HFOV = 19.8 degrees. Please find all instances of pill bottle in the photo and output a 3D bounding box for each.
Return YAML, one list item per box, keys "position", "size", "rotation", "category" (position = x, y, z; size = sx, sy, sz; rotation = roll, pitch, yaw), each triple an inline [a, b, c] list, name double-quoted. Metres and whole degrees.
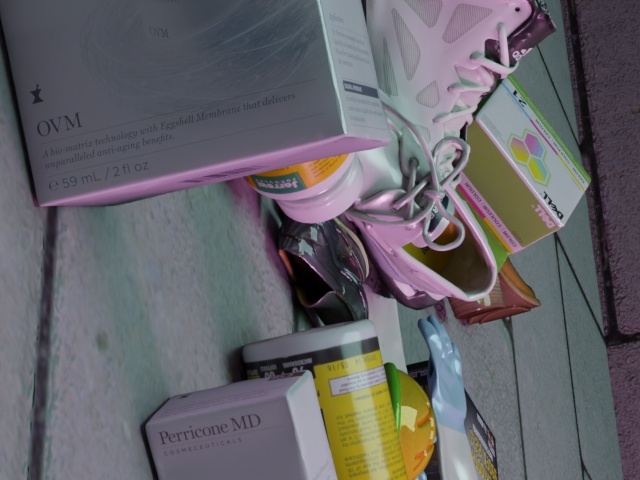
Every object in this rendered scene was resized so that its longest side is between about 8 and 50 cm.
- position: [-0.034, -0.110, 1.646]
  size: [0.208, 0.118, 0.117]
  rotation: [60, 23, -49]
  category: "pill bottle"
- position: [0.010, 0.179, 1.574]
  size: [0.119, 0.119, 0.208]
  rotation: [-8, 85, -75]
  category: "pill bottle"

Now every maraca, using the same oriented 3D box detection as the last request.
- position: [0.059, 0.198, 1.792]
  size: [0.185, 0.099, 0.127]
  rotation: [100, -5, -51]
  category: "maraca"

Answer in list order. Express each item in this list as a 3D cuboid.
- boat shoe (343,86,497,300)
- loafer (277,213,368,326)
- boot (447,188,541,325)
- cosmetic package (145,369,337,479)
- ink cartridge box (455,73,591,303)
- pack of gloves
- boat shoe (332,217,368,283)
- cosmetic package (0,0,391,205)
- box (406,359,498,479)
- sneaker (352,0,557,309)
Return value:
- position: [0.088, -0.043, 1.860]
  size: [0.136, 0.156, 0.367]
  rotation: [-52, 138, -15]
  category: "boat shoe"
- position: [-0.003, 0.043, 1.773]
  size: [0.061, 0.062, 0.170]
  rotation: [-58, 135, -37]
  category: "loafer"
- position: [0.206, -0.002, 2.485]
  size: [0.283, 0.109, 0.220]
  rotation: [8, 66, -65]
  category: "boot"
- position: [-0.041, 0.223, 1.365]
  size: [0.085, 0.117, 0.231]
  rotation: [-42, 118, -74]
  category: "cosmetic package"
- position: [0.222, -0.067, 2.341]
  size: [0.189, 0.097, 0.255]
  rotation: [51, 38, -10]
  category: "ink cartridge box"
- position: [0.122, 0.168, 2.002]
  size: [0.195, 0.046, 0.232]
  rotation: [23, 51, -49]
  category: "pack of gloves"
- position: [0.000, 0.000, 1.815]
  size: [0.152, 0.056, 0.049]
  rotation: [55, 31, -34]
  category: "boat shoe"
- position: [-0.092, -0.154, 1.268]
  size: [0.138, 0.224, 0.224]
  rotation: [-3, 81, -75]
  category: "cosmetic package"
- position: [0.158, 0.270, 2.153]
  size: [0.231, 0.056, 0.183]
  rotation: [57, 25, -52]
  category: "box"
- position: [0.148, -0.157, 2.068]
  size: [0.169, 0.257, 0.447]
  rotation: [-12, 90, -75]
  category: "sneaker"
